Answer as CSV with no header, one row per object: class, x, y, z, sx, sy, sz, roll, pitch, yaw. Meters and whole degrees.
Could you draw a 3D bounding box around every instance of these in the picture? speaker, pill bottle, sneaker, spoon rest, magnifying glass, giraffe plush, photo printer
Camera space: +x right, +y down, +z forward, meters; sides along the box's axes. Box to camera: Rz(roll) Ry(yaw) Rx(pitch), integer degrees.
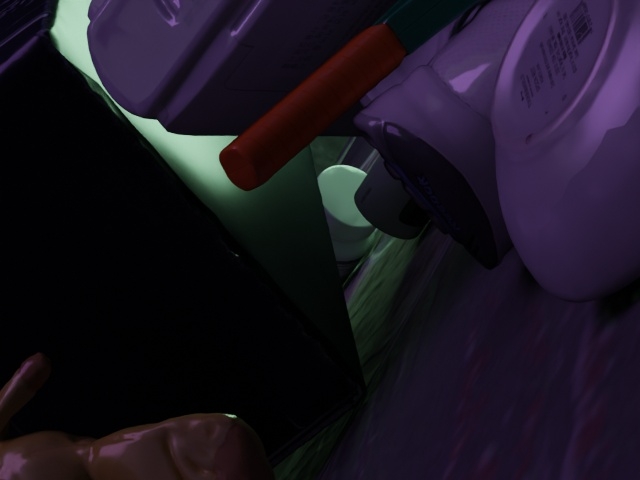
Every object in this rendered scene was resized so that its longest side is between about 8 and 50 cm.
speaker,0.078,-0.068,1.296,0.136,0.055,0.055,-56,4,29
pill bottle,0.000,0.000,1.661,0.137,0.078,0.078,-56,4,48
sneaker,0.091,-0.069,0.904,0.129,0.111,0.297,-42,9,6
spoon rest,0.108,-0.089,0.694,0.137,0.084,0.276,-51,27,33
magnifying glass,0.045,-0.098,0.841,0.231,0.026,0.092,-40,9,-24
giraffe plush,-0.096,0.168,0.984,0.181,0.210,0.170,-62,-25,-8
photo printer,0.054,-0.167,1.049,0.307,0.107,0.256,-4,-39,-49

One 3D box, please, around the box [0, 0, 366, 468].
box,-0.253,0.047,1.297,0.471,0.297,0.480,-37,20,9
